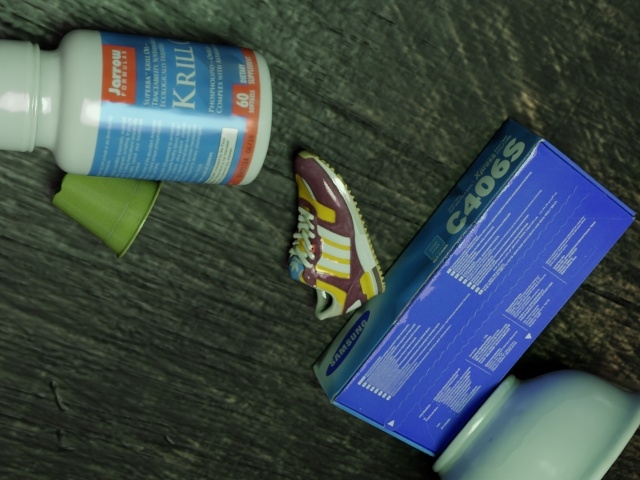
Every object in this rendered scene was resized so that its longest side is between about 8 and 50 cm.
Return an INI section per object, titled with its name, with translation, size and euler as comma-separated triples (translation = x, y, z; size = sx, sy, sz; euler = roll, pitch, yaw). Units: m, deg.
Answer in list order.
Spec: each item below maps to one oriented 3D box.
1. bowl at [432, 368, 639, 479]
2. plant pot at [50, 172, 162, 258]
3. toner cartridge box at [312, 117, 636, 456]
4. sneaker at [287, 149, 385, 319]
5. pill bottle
[bowl]
translation = 0.220, 0.245, 1.099
size = 0.134, 0.298, 0.298
euler = 40, 99, 13
[plant pot]
translation = -0.199, -0.038, 0.896
size = 0.079, 0.083, 0.083
euler = 30, 102, -16
[toner cartridge box]
translation = 0.163, 0.057, 1.060
size = 0.165, 0.075, 0.347
euler = 33, 100, -28
[sneaker]
translation = 0.000, 0.000, 0.981
size = 0.084, 0.069, 0.185
euler = -30, 119, -9
[pill bottle]
translation = -0.162, -0.114, 0.839
size = 0.222, 0.124, 0.124
euler = 2, 113, -21
